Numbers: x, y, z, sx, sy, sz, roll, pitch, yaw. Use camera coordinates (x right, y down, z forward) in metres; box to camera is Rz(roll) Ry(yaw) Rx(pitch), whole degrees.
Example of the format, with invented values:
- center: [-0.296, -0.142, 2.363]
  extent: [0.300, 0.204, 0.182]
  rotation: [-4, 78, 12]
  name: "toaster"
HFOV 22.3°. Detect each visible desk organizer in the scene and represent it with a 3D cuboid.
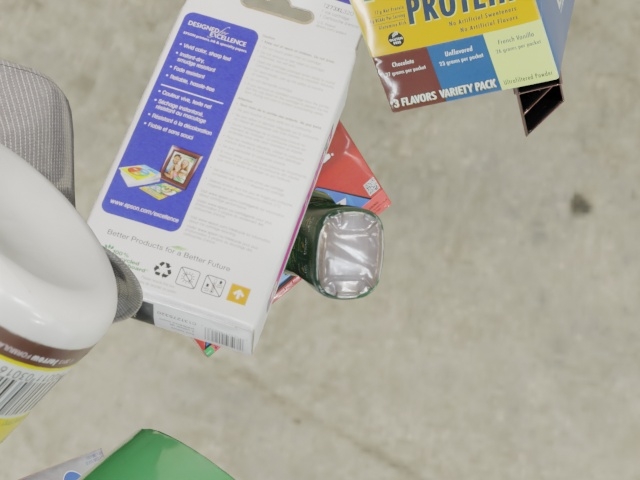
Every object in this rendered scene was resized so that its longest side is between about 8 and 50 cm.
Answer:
- center: [0.193, -0.147, 1.455]
  extent: [0.047, 0.050, 0.130]
  rotation: [-13, 155, 8]
  name: "desk organizer"

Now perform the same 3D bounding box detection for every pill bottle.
- center: [-0.188, 0.060, 0.644]
  extent: [0.117, 0.117, 0.215]
  rotation: [39, 106, -21]
  name: "pill bottle"

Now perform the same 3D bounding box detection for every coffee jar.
- center: [0.000, 0.000, 1.711]
  extent: [0.079, 0.184, 0.096]
  rotation: [1, 100, -21]
  name: "coffee jar"

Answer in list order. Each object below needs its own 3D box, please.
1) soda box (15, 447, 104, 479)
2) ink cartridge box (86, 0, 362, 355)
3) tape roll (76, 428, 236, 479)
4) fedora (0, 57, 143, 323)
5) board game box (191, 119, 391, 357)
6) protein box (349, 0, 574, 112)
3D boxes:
- center: [-0.287, 0.273, 1.566]
  extent: [0.092, 0.263, 0.083]
  rotation: [-23, 86, 18]
  name: "soda box"
- center: [-0.087, -0.086, 1.503]
  extent: [0.175, 0.371, 0.069]
  rotation: [17, 154, 5]
  name: "ink cartridge box"
- center: [0.014, 0.209, 0.534]
  extent: [0.321, 0.077, 0.321]
  rotation: [44, 162, 19]
  name: "tape roll"
- center: [-0.232, -0.037, 0.915]
  extent: [0.275, 0.124, 0.244]
  rotation: [-2, 159, 13]
  name: "fedora"
- center: [-0.061, -0.012, 1.828]
  extent: [0.281, 0.027, 0.145]
  rotation: [-40, 115, -14]
  name: "board game box"
- center: [0.102, -0.242, 1.243]
  extent: [0.136, 0.200, 0.201]
  rotation: [-11, 121, 21]
  name: "protein box"
